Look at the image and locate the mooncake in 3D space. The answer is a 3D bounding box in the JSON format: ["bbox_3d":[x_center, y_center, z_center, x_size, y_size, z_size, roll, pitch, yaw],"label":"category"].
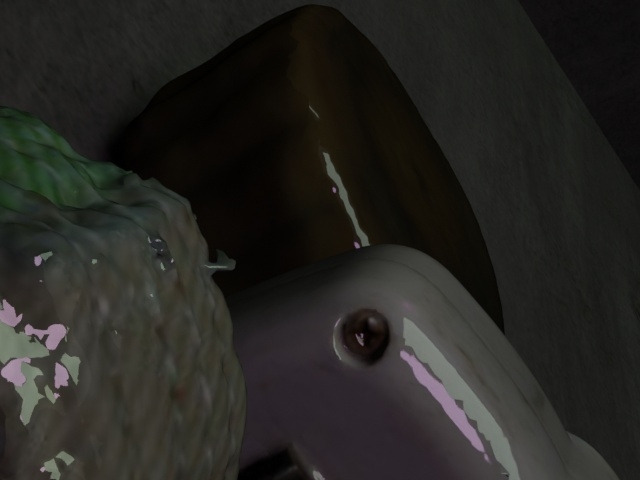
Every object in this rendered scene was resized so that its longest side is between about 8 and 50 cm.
[{"bbox_3d":[0.000,0.000,0.953,0.290,0.161,0.290,50,23,-31],"label":"mooncake"}]

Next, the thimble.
[{"bbox_3d":[-0.136,0.062,0.498,0.219,0.219,0.150,62,23,-2],"label":"thimble"}]

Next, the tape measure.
[{"bbox_3d":[0.001,0.151,0.669,0.265,0.258,0.130,53,24,-5],"label":"tape measure"}]
